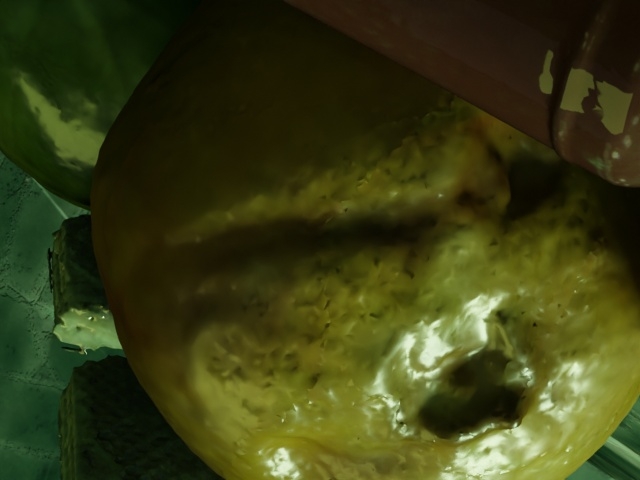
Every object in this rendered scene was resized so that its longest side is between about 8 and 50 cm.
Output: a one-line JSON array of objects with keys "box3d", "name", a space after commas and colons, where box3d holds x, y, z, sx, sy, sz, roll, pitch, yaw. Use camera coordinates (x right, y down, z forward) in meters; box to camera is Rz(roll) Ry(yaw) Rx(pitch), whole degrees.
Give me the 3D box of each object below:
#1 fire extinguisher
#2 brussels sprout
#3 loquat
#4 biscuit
[{"box3d": [0.059, -0.105, 0.432, 0.337, 0.106, 0.147, 31, 164, 22], "name": "fire extinguisher"}, {"box3d": [-0.123, -0.122, 0.821, 0.244, 0.244, 0.244, 34, 174, 4], "name": "brussels sprout"}, {"box3d": [0.023, -0.007, 0.636, 0.276, 0.276, 0.284, 38, 178, -30], "name": "loquat"}, {"box3d": [-0.069, 0.074, 0.729, 0.147, 0.046, 0.250, 14, -149, -19], "name": "biscuit"}]
